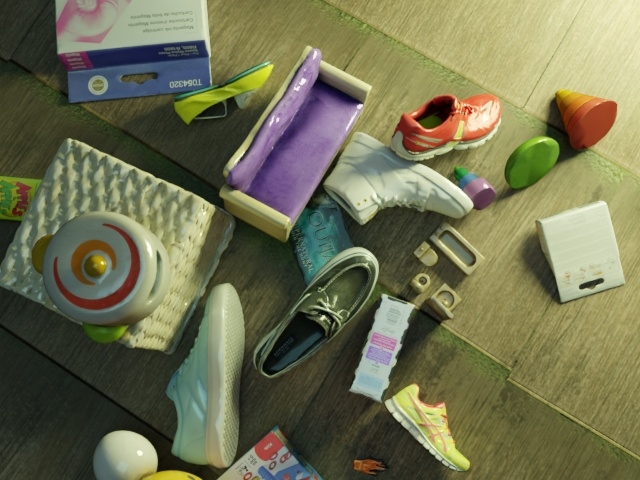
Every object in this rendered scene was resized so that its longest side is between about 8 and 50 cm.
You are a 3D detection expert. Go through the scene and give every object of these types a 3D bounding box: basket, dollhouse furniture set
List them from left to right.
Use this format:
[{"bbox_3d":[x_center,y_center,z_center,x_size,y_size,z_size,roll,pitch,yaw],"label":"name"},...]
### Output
[{"bbox_3d":[-0.390,0.014,1.517,0.328,0.266,0.331,24,83,6],"label":"basket"},{"bbox_3d":[0.256,0.057,1.555,0.144,0.123,0.151,44,87,6],"label":"dollhouse furniture set"}]

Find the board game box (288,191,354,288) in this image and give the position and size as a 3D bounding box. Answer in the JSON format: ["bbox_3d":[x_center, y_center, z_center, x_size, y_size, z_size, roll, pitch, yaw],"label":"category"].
[{"bbox_3d":[0.000,0.000,1.621,0.126,0.026,0.186,-21,83,0],"label":"board game box"}]

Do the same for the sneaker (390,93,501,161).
[{"bbox_3d":[0.269,-0.247,1.559,0.279,0.118,0.107,-25,59,-26],"label":"sneaker"}]

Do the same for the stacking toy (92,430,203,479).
[{"bbox_3d":[-0.266,0.538,1.373,0.350,0.350,0.480,-43,68,-3],"label":"stacking toy"}]

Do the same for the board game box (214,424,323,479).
[{"bbox_3d":[-0.107,0.586,1.524,0.308,0.086,0.302,-42,83,-3],"label":"board game box"}]

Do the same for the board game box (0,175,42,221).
[{"bbox_3d":[-0.683,-0.090,1.649,0.181,0.043,0.092,5,83,3],"label":"board game box"}]

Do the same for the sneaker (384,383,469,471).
[{"bbox_3d":[0.229,0.373,1.540,0.094,0.081,0.208,-45,83,-5],"label":"sneaker"}]

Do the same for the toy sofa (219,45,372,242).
[{"bbox_3d":[-0.045,-0.194,1.535,0.150,0.177,0.362,29,71,5],"label":"toy sofa"}]

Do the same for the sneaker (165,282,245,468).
[{"bbox_3d":[-0.243,0.266,1.548,0.150,0.135,0.365,0,76,13],"label":"sneaker"}]

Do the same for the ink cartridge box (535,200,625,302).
[{"bbox_3d":[0.541,0.022,1.600,0.145,0.045,0.179,-17,101,0],"label":"ink cartridge box"}]

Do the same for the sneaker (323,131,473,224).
[{"bbox_3d":[0.150,-0.083,1.578,0.293,0.108,0.169,30,75,15],"label":"sneaker"}]

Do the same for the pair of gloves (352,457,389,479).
[{"bbox_3d":[0.100,0.485,1.567,0.074,0.010,0.083,6,86,2],"label":"pair of gloves"}]

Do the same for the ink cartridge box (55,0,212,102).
[{"bbox_3d":[-0.409,-0.481,1.675,0.324,0.071,0.330,-6,82,1],"label":"ink cartridge box"}]

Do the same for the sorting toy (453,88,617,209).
[{"bbox_3d":[0.431,-0.207,1.609,0.366,0.127,0.126,-33,54,1],"label":"sorting toy"}]

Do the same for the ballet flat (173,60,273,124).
[{"bbox_3d":[-0.200,-0.310,1.650,0.231,0.077,0.077,-20,104,2],"label":"ballet flat"}]

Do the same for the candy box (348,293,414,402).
[{"bbox_3d":[0.119,0.211,1.521,0.070,0.165,0.196,19,84,5],"label":"candy box"}]

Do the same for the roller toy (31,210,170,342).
[{"bbox_3d":[-0.362,0.048,1.302,0.191,0.146,0.209,-36,81,-3],"label":"roller toy"}]

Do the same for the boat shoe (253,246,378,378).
[{"bbox_3d":[0.001,0.159,1.545,0.121,0.119,0.335,41,91,-11],"label":"boat shoe"}]
